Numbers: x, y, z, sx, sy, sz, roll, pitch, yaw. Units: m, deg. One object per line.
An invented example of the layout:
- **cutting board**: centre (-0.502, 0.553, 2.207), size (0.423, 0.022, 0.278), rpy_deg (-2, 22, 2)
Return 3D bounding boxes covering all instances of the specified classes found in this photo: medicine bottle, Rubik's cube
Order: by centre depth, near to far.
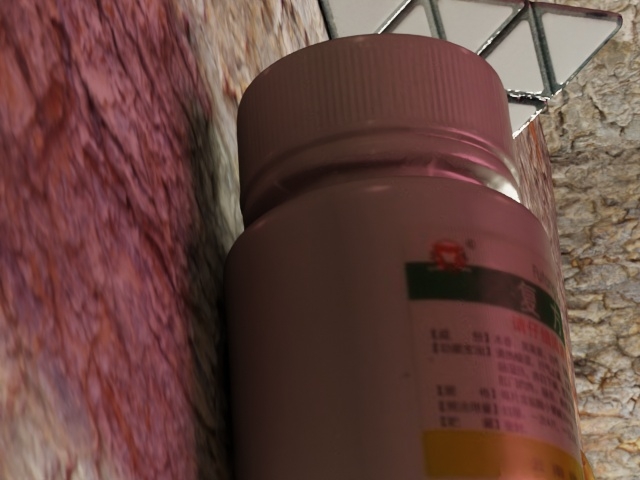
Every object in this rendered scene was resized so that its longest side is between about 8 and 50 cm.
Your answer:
- **medicine bottle**: centre (0.046, 0.059, 1.187), size (0.208, 0.208, 0.339), rpy_deg (60, 23, -60)
- **Rubik's cube**: centre (0.105, -0.177, 1.861), size (0.228, 0.233, 0.229), rpy_deg (44, -33, 4)

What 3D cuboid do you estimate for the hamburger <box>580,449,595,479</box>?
- **hamburger**: centre (0.106, 0.201, 1.394), size (0.108, 0.214, 0.213), rpy_deg (-48, 127, -78)
